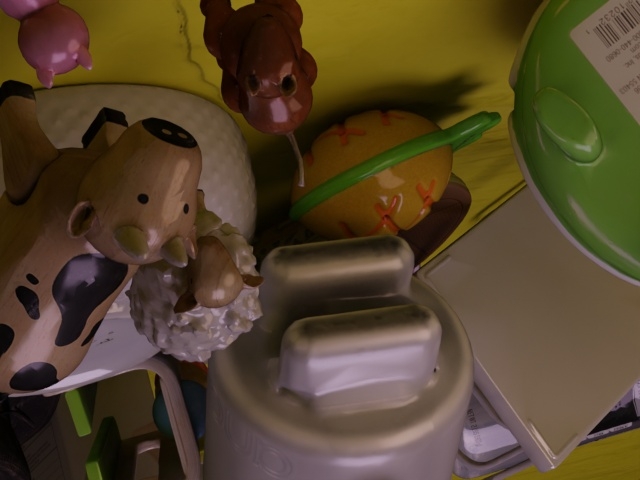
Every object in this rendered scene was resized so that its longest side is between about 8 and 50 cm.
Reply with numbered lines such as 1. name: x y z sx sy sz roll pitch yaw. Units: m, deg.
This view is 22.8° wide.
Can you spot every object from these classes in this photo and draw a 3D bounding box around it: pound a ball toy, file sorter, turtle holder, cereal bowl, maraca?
1. pound a ball toy: -0.153 0.184 1.446 0.136 0.208 0.319 -16 -175 -3
2. file sorter: 0.168 0.079 1.419 0.278 0.193 0.173 -35 179 -44
3. turtle holder: 0.284 -0.071 1.121 0.320 0.243 0.227 22 179 -2
4. cereal bowl: -0.203 0.025 1.185 0.339 0.141 0.339 -15 162 -5
5. maraca: 0.058 -0.058 1.246 0.186 0.099 0.127 -24 178 -21

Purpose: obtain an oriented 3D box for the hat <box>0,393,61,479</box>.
1. hat: -0.351 0.229 1.492 0.331 0.134 0.331 -30 154 -17

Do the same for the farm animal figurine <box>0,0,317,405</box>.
1. farm animal figurine: -0.154 -0.026 0.891 0.330 0.172 0.326 -1 136 -23

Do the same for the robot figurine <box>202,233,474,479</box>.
1. robot figurine: 0.008 0.152 1.250 0.200 0.300 0.353 -4 136 -10

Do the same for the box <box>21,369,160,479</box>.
1. box: -0.223 0.304 1.669 0.121 0.311 0.148 -4 158 -32

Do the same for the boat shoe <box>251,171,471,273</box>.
1. boat shoe: 0.000 0.000 1.392 0.285 0.089 0.104 -29 144 23

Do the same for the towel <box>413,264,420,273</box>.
1. towel: 0.015 0.061 1.592 0.197 0.029 0.144 -30 164 -9

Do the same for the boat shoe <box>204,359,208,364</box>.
1. boat shoe: -0.086 0.077 1.578 0.133 0.042 0.049 -30 151 0

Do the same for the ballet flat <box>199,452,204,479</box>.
1. ballet flat: -0.156 0.323 2.060 0.349 0.123 0.123 -7 168 30

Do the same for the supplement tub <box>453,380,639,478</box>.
1. supplement tub: 0.278 0.122 1.756 0.338 0.207 0.207 -17 161 -2
